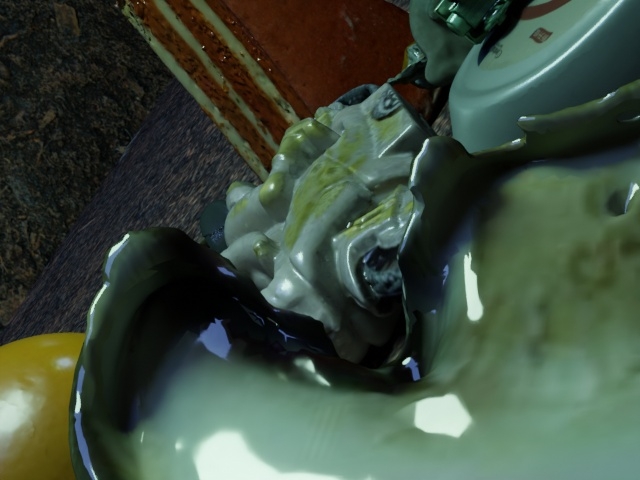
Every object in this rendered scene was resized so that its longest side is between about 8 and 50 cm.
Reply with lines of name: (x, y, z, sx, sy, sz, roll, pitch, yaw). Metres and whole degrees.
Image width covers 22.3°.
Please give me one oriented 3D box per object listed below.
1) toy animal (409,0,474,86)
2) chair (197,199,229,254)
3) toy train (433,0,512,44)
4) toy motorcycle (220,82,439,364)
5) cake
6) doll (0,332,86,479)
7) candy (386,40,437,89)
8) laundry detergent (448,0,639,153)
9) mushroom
toy animal: (0.139, -0.206, 1.169, 0.138, 0.108, 0.236, -46, 12, 38)
chair: (-0.101, 0.060, 1.314, 0.221, 0.104, 0.095, -49, -5, 23)
toy train: (0.092, -0.139, 0.831, 0.083, 0.033, 0.053, -52, 7, 1)
toy motorcycle: (0.000, 0.000, 1.075, 0.223, 0.108, 0.340, -44, 20, 7)
cake: (-0.048, -0.119, 1.301, 0.158, 0.262, 0.159, 142, 143, -61)
doll: (-0.143, 0.164, 0.938, 0.213, 0.213, 0.236, -53, 26, -7)
candy: (0.103, -0.146, 1.232, 0.053, 0.046, 0.182, -22, 11, 40)
laundry detergent: (0.146, -0.099, 0.853, 0.280, 0.105, 0.215, -51, 12, 8)
mushroom: (0.072, 0.079, 0.483, 0.267, 0.164, 0.189, -16, 45, 4)
